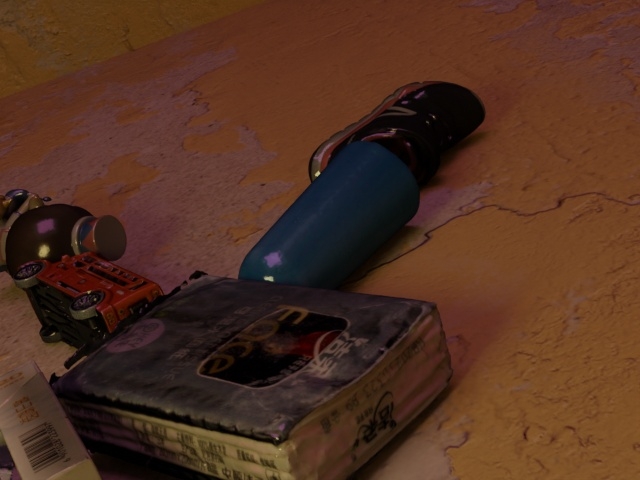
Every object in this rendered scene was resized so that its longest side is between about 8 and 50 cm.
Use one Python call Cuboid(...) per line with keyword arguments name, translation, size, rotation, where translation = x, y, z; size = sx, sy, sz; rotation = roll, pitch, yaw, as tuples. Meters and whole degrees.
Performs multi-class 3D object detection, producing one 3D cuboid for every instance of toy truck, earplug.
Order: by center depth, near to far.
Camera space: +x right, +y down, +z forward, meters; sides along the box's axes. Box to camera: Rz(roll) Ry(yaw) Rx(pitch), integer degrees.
Cuboid(name="earplug", translation=(0.000, 0.000, 1.395), size=(0.132, 0.132, 0.273), rotation=(5, 38, 41))
Cuboid(name="toy truck", translation=(-0.295, 0.086, 1.441), size=(0.114, 0.107, 0.253), rotation=(-32, 30, -28))

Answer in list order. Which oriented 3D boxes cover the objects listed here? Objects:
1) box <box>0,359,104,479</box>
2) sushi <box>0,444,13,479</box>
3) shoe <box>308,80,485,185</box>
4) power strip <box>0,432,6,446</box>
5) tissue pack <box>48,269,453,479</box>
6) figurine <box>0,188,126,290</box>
Cuboid(name="box", translation=(-0.252, 0.229, 1.075), size=(0.067, 0.149, 0.233), rotation=(-25, 26, -18))
Cuboid(name="sushi", translation=(-0.420, 0.297, 1.128), size=(0.210, 0.040, 0.192), rotation=(-3, 42, -10))
Cuboid(name="shoe", translation=(0.125, -0.144, 1.597), size=(0.291, 0.114, 0.137), rotation=(-31, 23, -19))
Cuboid(name="power strip", translation=(-0.448, 0.273, 1.242), size=(0.118, 0.046, 0.270), rotation=(8, 36, 44))
Cuboid(name="tissue pack", translation=(-0.074, 0.145, 1.158), size=(0.361, 0.122, 0.259), rotation=(4, 31, 44))
Cuboid(name="figurine", translation=(-0.393, 0.008, 1.622), size=(0.158, 0.161, 0.276), rotation=(-13, 21, -41))
